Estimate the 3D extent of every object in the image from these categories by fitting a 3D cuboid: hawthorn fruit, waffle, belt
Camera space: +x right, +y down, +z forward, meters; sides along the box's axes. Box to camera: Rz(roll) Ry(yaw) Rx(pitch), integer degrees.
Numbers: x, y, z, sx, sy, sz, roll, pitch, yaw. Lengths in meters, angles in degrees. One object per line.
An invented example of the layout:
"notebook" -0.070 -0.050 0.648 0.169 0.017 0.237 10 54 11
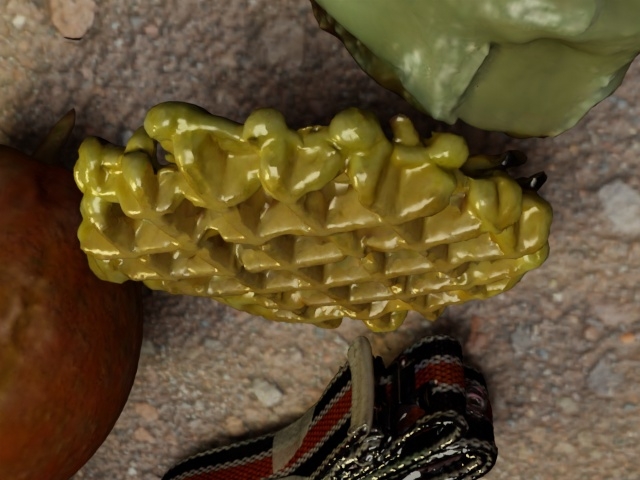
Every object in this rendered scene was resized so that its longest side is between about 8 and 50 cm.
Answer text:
"hawthorn fruit" -0.253 0.032 0.742 0.277 0.277 0.298 24 87 4
"waffle" -0.010 -0.002 0.644 0.329 0.329 0.062 -6 70 19
"belt" -0.015 0.193 0.824 0.359 0.094 0.126 -34 126 31

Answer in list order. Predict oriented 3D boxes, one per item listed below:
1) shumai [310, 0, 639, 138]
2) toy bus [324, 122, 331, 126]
"shumai" 0.116 -0.222 0.495 0.397 0.324 0.323 30 137 13
"toy bus" -0.022 -0.043 0.747 0.153 0.051 0.061 -22 95 25
